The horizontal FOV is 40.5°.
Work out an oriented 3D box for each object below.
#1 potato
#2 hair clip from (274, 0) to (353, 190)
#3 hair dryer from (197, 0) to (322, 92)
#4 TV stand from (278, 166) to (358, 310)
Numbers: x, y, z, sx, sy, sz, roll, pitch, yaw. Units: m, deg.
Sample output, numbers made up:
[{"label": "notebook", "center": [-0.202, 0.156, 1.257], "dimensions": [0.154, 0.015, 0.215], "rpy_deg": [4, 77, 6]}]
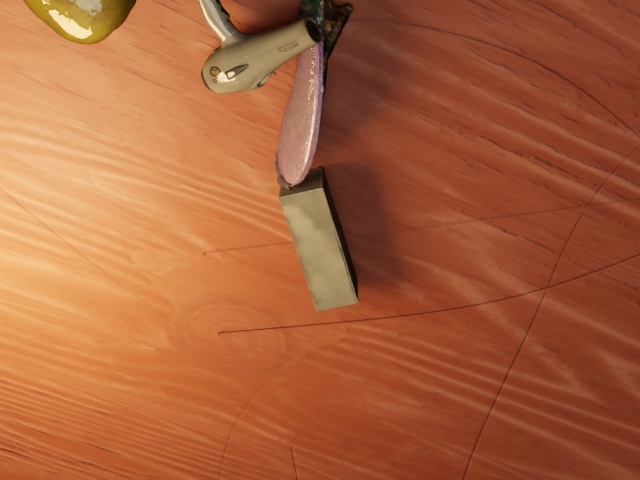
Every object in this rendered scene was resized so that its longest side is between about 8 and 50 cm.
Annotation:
[{"label": "potato", "center": [-0.375, -0.421, 1.308], "dimensions": [0.197, 0.148, 0.228], "rpy_deg": [-30, 118, 33]}, {"label": "hair clip", "center": [-0.022, -0.240, 1.460], "dimensions": [0.110, 0.095, 0.358], "rpy_deg": [25, 117, 19]}, {"label": "hair dryer", "center": [-0.117, -0.359, 1.364], "dimensions": [0.229, 0.092, 0.267], "rpy_deg": [2, 126, 27]}, {"label": "TV stand", "center": [0.000, 0.000, 1.638], "dimensions": [0.088, 0.082, 0.269], "rpy_deg": [-11, 124, 9]}]
